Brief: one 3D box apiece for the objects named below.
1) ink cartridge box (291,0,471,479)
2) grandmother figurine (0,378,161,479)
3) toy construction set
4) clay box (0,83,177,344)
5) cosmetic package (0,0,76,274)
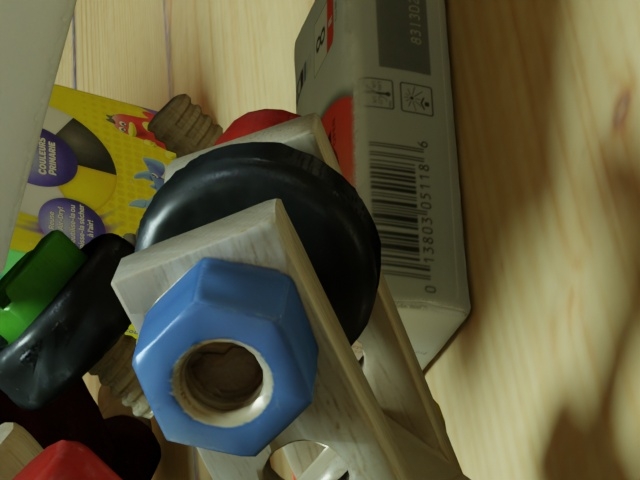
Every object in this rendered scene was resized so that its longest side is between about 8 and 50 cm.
[{"bbox_3d":[0.000,0.000,0.727,0.179,0.045,0.145,127,147,-54],"label":"ink cartridge box"},{"bbox_3d":[-0.153,0.081,0.980,0.104,0.207,0.342,-42,59,30],"label":"grandmother figurine"},{"bbox_3d":[-0.010,0.127,0.481,0.257,0.237,0.309,-47,10,-7],"label":"toy construction set"},{"bbox_3d":[-0.154,-0.024,0.935,0.053,0.222,0.127,-58,29,36],"label":"clay box"},{"bbox_3d":[-0.138,-0.204,0.644,0.230,0.161,0.453,154,131,-70],"label":"cosmetic package"}]
